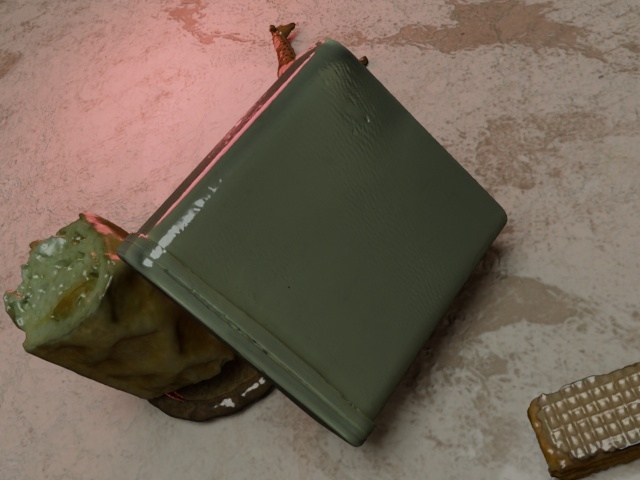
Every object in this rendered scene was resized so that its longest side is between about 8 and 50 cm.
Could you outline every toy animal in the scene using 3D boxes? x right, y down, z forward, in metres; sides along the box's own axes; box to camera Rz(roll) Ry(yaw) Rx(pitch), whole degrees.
[{"bbox_3d":[-0.029,-0.309,1.317,0.149,0.054,0.275,-48,49,-10],"label":"toy animal"}]

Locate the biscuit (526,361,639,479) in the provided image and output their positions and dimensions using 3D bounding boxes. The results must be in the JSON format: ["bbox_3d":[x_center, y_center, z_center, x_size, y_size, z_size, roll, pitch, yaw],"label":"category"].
[{"bbox_3d":[0.408,0.151,0.779,0.378,0.054,0.094,-24,50,13],"label":"biscuit"}]

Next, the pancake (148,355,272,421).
[{"bbox_3d":[-0.157,0.134,1.107,0.286,0.033,0.288,-46,50,-4],"label":"pancake"}]

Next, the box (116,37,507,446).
[{"bbox_3d":[0.000,0.000,0.904,0.344,0.352,0.177,-52,17,-14],"label":"box"}]

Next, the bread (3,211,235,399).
[{"bbox_3d":[-0.267,0.094,1.019,0.238,0.252,0.196,-20,56,21],"label":"bread"}]
